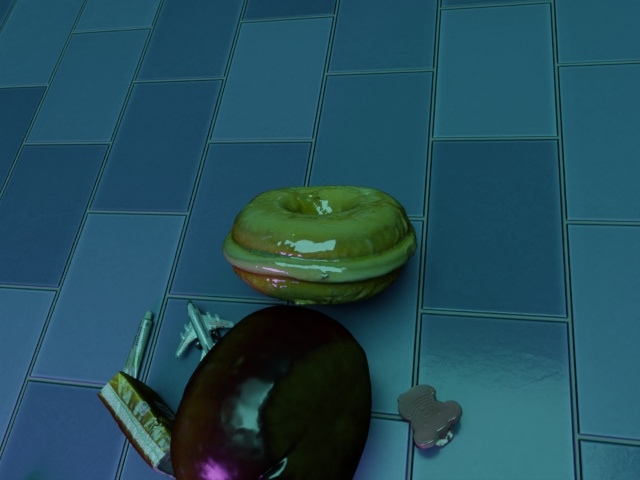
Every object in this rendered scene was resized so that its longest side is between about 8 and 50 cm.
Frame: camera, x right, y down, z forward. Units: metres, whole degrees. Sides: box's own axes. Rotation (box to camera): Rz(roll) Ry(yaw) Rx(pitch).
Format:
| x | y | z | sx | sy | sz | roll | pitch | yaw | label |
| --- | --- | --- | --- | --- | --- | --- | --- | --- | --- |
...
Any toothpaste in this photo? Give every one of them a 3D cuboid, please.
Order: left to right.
| x | y | z | sx | sy | sz | roll | pitch | yaw | label |
| --- | --- | --- | --- | --- | --- | --- | --- | --- | --- |
| -0.463 | 0.273 | 1.453 | 0.048 | 0.029 | 0.197 | 6 | 68 | 16 | toothpaste |

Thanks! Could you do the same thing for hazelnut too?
| x | y | z | sx | sy | sz | roll | pitch | yaw | label |
| --- | --- | --- | --- | --- | --- | --- | --- | --- | --- |
| -0.083 | 0.347 | 1.146 | 0.401 | 0.402 | 0.430 | 10 | 58 | 18 | hazelnut |

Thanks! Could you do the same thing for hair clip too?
| x | y | z | sx | sy | sz | roll | pitch | yaw | label |
| --- | --- | --- | --- | --- | --- | --- | --- | --- | --- |
| 0.222 | 0.363 | 1.205 | 0.123 | 0.102 | 0.138 | -34 | 60 | -9 | hair clip |

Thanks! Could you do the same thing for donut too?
| x | y | z | sx | sy | sz | roll | pitch | yaw | label |
| --- | --- | --- | --- | --- | --- | --- | --- | --- | --- |
| 0.000 | 0.000 | 1.307 | 0.448 | 0.198 | 0.449 | -1 | 21 | 1 | donut |

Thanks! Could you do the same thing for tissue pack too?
| x | y | z | sx | sy | sz | roll | pitch | yaw | label |
| --- | --- | --- | --- | --- | --- | --- | --- | --- | --- |
| -0.374 | 0.413 | 1.270 | 0.226 | 0.183 | 0.092 | 37 | 76 | 26 | tissue pack |

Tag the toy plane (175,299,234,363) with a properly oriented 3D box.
| x | y | z | sx | sy | sz | roll | pitch | yaw | label |
| --- | --- | --- | --- | --- | --- | --- | --- | --- | --- |
| -0.293 | 0.223 | 1.418 | 0.162 | 0.066 | 0.171 | -28 | 59 | -1 | toy plane |
